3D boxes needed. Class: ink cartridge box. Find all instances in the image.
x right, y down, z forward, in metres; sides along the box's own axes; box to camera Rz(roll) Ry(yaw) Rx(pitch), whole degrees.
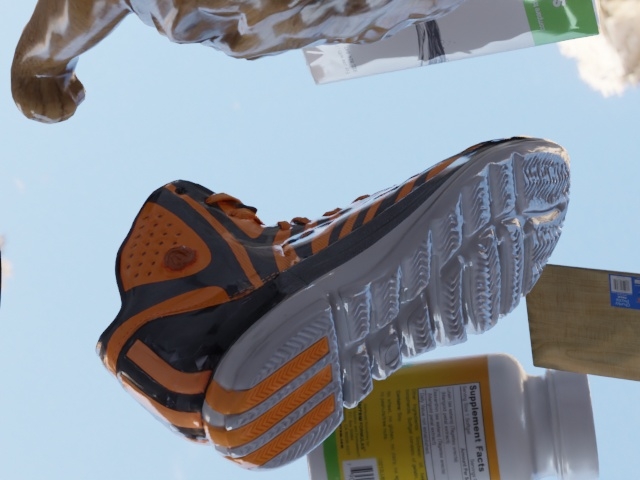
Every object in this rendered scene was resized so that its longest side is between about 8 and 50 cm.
[{"bbox_3d":[0.112,-0.267,1.488,0.273,0.114,0.198,-9,-134,15],"label":"ink cartridge box"}]

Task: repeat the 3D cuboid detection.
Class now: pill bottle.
[{"bbox_3d":[0.115,0.171,1.412,0.246,0.136,0.136,-7,-126,6],"label":"pill bottle"}]

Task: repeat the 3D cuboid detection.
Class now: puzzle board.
[{"bbox_3d":[0.225,0.065,1.278,0.128,0.096,0.011,6,-152,31],"label":"puzzle board"}]

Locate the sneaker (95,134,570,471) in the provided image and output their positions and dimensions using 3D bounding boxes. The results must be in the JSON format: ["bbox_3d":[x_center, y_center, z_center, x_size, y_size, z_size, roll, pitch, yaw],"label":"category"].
[{"bbox_3d":[0.000,0.000,0.965,0.180,0.124,0.321,26,-139,38],"label":"sneaker"}]

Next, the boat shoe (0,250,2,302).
[{"bbox_3d":[-0.148,-0.021,0.617,0.056,0.152,0.049,-25,-151,-30],"label":"boat shoe"}]

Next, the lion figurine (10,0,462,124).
[{"bbox_3d":[-0.112,-0.199,0.630,0.240,0.392,0.142,-39,-164,52],"label":"lion figurine"}]
